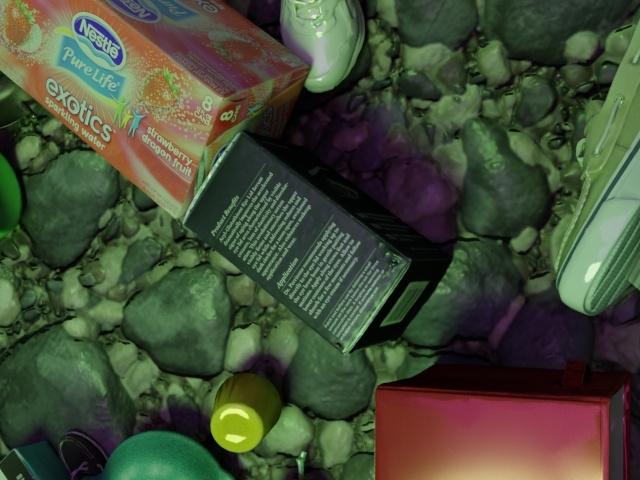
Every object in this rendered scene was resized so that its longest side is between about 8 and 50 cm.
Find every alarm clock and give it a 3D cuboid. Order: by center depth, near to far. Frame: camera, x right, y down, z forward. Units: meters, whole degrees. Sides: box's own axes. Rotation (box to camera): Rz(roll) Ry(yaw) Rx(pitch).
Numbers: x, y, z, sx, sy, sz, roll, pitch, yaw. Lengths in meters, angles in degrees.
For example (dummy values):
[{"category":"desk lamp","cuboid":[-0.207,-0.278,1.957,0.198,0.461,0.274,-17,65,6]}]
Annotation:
[{"category":"alarm clock","cuboid":[-0.375,-0.209,1.139,0.129,0.064,0.192,-13,60,7]}]

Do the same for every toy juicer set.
[{"category":"toy juicer set","cuboid":[-0.145,0.294,1.055,0.329,0.089,0.209,-31,99,14]}]

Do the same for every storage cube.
[{"category":"storage cube","cuboid":[0.164,0.210,0.882,0.193,0.184,0.215,0,90,22]}]

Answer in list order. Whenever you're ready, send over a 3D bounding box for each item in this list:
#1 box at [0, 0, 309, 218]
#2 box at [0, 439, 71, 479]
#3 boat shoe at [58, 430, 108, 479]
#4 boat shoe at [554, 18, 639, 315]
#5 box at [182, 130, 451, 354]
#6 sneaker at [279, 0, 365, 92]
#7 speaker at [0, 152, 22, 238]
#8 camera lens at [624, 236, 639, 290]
[{"category":"box","cuboid":[-0.181,-0.183,1.013,0.300,0.142,0.154,40,127,16]},{"category":"box","cuboid":[-0.377,0.343,1.146,0.244,0.060,0.100,-44,76,15]},{"category":"boat shoe","cuboid":[-0.252,0.265,1.112,0.046,0.038,0.125,-41,76,15]},{"category":"boat shoe","cuboid":[0.280,-0.080,0.898,0.094,0.109,0.302,29,90,34]},{"category":"box","cuboid":[0.000,0.000,0.963,0.207,0.153,0.108,38,102,18]},{"category":"sneaker","cuboid":[-0.012,-0.264,0.990,0.090,0.115,0.232,-1,89,21]},{"category":"speaker","cuboid":[-0.496,-0.021,1.163,0.296,0.131,0.131,-16,84,20]},{"category":"camera lens","cuboid":[0.397,-0.028,0.778,0.219,0.219,0.274,37,102,17]}]
